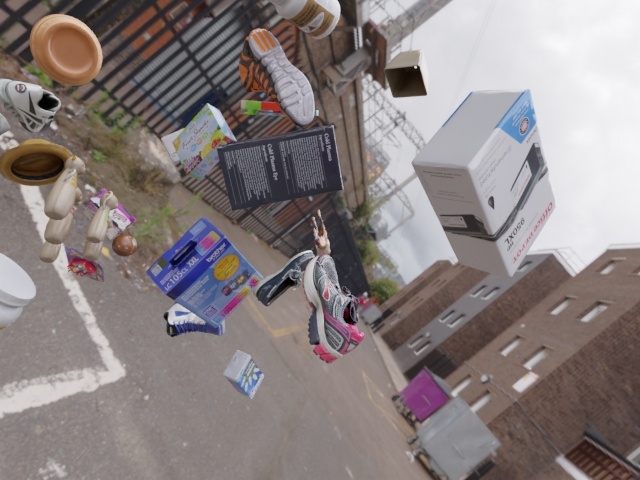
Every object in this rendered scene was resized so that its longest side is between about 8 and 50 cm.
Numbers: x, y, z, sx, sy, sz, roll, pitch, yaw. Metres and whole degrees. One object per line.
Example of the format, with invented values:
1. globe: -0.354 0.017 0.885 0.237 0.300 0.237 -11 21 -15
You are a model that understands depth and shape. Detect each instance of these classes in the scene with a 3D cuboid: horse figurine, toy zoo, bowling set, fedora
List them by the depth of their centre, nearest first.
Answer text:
1. bowling set: -0.533 -0.043 0.995 0.200 0.287 0.154 21 53 -29
2. fedora: -0.846 -0.244 1.251 0.079 0.194 0.194 59 3 24
3. toy zoo: -0.152 -0.491 1.580 0.192 0.293 0.030 -135 -134 -75
4. horse figurine: 0.000 0.000 1.742 0.263 0.066 0.174 85 -7 -61

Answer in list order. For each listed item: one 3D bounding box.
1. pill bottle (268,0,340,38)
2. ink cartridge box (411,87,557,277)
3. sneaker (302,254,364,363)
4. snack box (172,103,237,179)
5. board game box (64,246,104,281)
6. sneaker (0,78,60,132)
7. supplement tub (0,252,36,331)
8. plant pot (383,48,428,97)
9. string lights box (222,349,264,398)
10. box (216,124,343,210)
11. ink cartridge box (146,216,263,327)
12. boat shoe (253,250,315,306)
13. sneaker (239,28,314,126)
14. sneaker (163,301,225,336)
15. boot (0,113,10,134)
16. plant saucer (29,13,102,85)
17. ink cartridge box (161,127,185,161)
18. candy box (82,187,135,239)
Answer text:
1. pill bottle: -0.061 -0.704 1.231 0.229 0.131 0.131 9 33 -48
2. ink cartridge box: 0.443 -0.141 1.091 0.166 0.285 0.395 20 -26 50
3. sneaker: 0.037 0.151 1.033 0.121 0.112 0.299 38 28 -38
4. snack box: -0.415 -0.348 1.492 0.070 0.207 0.174 19 36 -59
5. board game box: -0.767 0.091 1.351 0.133 0.033 0.168 29 -38 -5
6. sneaker: -1.011 -0.472 1.522 0.330 0.146 0.122 172 -85 -74
7. supplement tub: -0.991 0.192 1.150 0.228 0.316 0.228 48 -8 9
8. plant pot: 0.264 -0.498 1.240 0.109 0.096 0.109 7 -28 31
9. string lights box: -0.371 0.658 2.051 0.077 0.133 0.259 14 -34 23
10. box: -0.113 -0.230 1.261 0.343 0.313 0.178 -102 180 -74
11. ink cartridge box: -0.406 0.108 1.475 0.151 0.270 0.395 36 -13 34
12. boat shoe: -0.108 0.128 1.431 0.079 0.254 0.095 40 -30 29
13. sneaker: -0.146 -0.496 1.355 0.321 0.125 0.180 60 -29 -6
14. sneaker: -0.615 0.395 1.973 0.316 0.182 0.127 19 -55 22
15. boot: -0.836 -0.225 1.012 0.208 0.076 0.189 -81 156 -51
16. plant saucer: -0.763 -0.577 1.278 0.037 0.200 0.200 20 -20 36
17. ink cartridge box: -0.591 -0.455 1.929 0.278 0.201 0.117 -124 -169 -73
18. candy box: -0.815 -0.094 1.610 0.159 0.071 0.233 50 -32 -17
